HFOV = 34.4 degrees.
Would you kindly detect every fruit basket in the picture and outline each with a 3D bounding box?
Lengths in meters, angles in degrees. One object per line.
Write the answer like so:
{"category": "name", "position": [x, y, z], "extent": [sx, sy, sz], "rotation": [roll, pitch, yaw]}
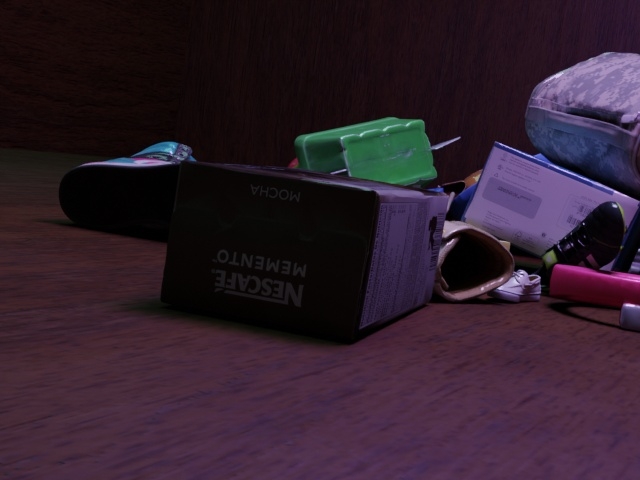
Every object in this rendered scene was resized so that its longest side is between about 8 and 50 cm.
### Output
{"category": "fruit basket", "position": [0.034, -0.106, 1.879], "extent": [0.327, 0.166, 0.353], "rotation": [-16, -5, -34]}

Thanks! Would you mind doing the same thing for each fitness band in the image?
{"category": "fitness band", "position": [0.403, 0.071, 1.152], "extent": [0.290, 0.054, 0.209], "rotation": [10, 5, 8]}

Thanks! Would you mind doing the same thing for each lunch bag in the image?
{"category": "lunch bag", "position": [0.468, -0.153, 1.474], "extent": [0.256, 0.213, 0.305], "rotation": [1, 15, -23]}

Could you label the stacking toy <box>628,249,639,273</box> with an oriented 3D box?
{"category": "stacking toy", "position": [0.629, 0.051, 1.732], "extent": [0.166, 0.052, 0.221], "rotation": [7, 6, -8]}

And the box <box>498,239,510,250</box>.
{"category": "box", "position": [0.171, 0.009, 1.433], "extent": [0.087, 0.058, 0.232], "rotation": [7, 5, -17]}

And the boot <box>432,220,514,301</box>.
{"category": "boot", "position": [0.060, 0.006, 1.138], "extent": [0.262, 0.095, 0.203], "rotation": [10, 5, -32]}

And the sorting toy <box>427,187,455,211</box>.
{"category": "sorting toy", "position": [0.141, -0.040, 1.852], "extent": [0.196, 0.047, 0.347], "rotation": [-8, 9, 13]}

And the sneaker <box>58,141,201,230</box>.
{"category": "sneaker", "position": [-0.169, -0.057, 1.354], "extent": [0.295, 0.124, 0.178], "rotation": [8, 14, 16]}

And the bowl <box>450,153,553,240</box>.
{"category": "bowl", "position": [0.440, -0.091, 1.947], "extent": [0.391, 0.077, 0.391], "rotation": [-17, -12, -3]}

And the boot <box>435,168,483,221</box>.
{"category": "boot", "position": [0.286, -0.095, 2.070], "extent": [0.073, 0.197, 0.152], "rotation": [47, -7, 17]}

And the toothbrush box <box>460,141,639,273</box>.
{"category": "toothbrush box", "position": [0.353, -0.034, 1.498], "extent": [0.216, 0.126, 0.295], "rotation": [26, 7, 20]}

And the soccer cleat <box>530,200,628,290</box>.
{"category": "soccer cleat", "position": [0.315, 0.015, 1.265], "extent": [0.072, 0.060, 0.179], "rotation": [-6, -31, -18]}

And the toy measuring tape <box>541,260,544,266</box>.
{"category": "toy measuring tape", "position": [0.433, -0.009, 1.808], "extent": [0.121, 0.121, 0.330], "rotation": [12, 15, 36]}

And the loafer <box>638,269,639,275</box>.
{"category": "loafer", "position": [0.523, 0.018, 1.482], "extent": [0.112, 0.112, 0.319], "rotation": [14, 15, 16]}

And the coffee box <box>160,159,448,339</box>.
{"category": "coffee box", "position": [0.000, 0.000, 0.928], "extent": [0.168, 0.119, 0.297], "rotation": [11, 5, 17]}

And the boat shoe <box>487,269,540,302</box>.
{"category": "boat shoe", "position": [0.224, 0.051, 1.185], "extent": [0.035, 0.035, 0.100], "rotation": [13, 7, 41]}
